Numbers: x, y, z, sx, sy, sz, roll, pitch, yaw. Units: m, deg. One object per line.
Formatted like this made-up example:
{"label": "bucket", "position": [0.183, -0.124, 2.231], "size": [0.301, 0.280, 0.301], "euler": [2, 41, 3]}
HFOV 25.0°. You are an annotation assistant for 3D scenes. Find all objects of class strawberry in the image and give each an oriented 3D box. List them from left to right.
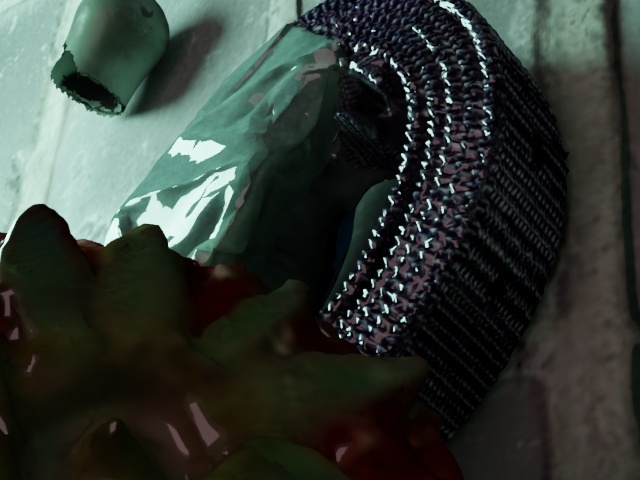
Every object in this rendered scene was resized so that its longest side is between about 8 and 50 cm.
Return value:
{"label": "strawberry", "position": [-0.088, 0.187, 0.601], "size": [0.317, 0.295, 0.345], "euler": [38, 130, 26]}

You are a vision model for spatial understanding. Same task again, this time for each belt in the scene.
{"label": "belt", "position": [0.000, 0.000, 0.827], "size": [0.260, 0.122, 0.325], "euler": [16, 73, 44]}

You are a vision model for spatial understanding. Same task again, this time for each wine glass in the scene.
{"label": "wine glass", "position": [-0.145, -0.197, 1.167], "size": [0.079, 0.079, 0.196], "euler": [5, 62, 47]}
